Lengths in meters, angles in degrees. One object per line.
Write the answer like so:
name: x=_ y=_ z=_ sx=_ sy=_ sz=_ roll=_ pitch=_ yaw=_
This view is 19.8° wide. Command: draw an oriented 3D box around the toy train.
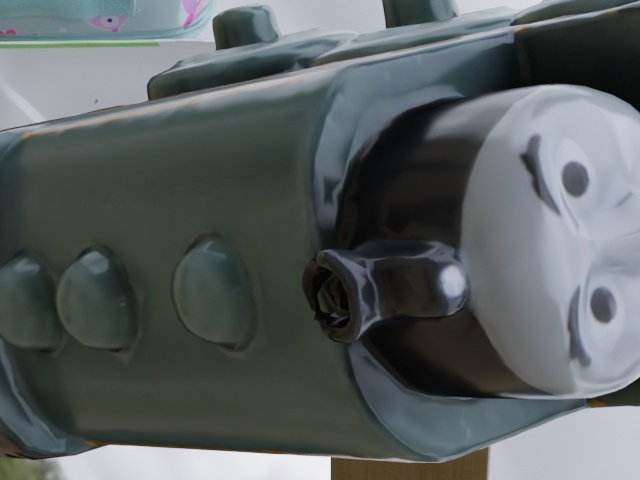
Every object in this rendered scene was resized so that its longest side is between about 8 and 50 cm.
toy train: x=0.000 y=0.000 z=0.532 sx=0.334 sy=0.190 sz=0.142 roll=-3 pitch=-78 yaw=51

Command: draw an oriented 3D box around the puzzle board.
puzzle board: x=0.047 y=0.117 z=0.963 sx=0.096 sy=0.011 sz=0.128 roll=19 pitch=-55 yaw=29

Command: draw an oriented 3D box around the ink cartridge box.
ink cartridge box: x=-0.140 y=-0.046 z=1.165 sx=0.353 sy=0.207 sz=0.119 roll=168 pitch=-81 yaw=-74

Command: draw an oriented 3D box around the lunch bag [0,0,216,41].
lunch bag: x=-0.207 y=-0.233 z=1.276 sx=0.108 sy=0.279 sz=0.224 roll=100 pitch=-11 yaw=-57
